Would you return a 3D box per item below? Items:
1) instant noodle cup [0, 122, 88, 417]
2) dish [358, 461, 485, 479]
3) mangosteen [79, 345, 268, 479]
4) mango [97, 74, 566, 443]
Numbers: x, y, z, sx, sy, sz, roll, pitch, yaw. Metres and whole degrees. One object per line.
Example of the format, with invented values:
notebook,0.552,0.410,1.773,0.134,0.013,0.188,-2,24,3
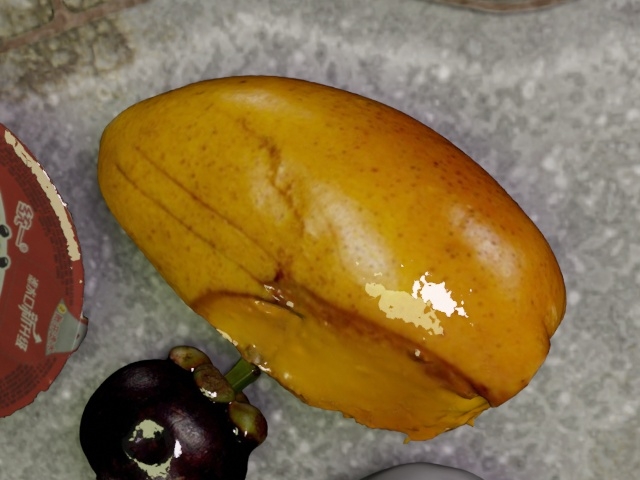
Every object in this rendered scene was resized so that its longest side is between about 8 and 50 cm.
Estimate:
instant noodle cup,-0.287,0.005,1.006,0.274,0.091,0.274,5,108,17
dish,0.080,0.278,0.962,0.256,0.117,0.256,5,109,16
mangosteen,-0.106,0.145,0.986,0.151,0.137,0.137,-40,92,-10
mango,0.000,0.000,0.877,0.350,0.201,0.199,32,77,14
